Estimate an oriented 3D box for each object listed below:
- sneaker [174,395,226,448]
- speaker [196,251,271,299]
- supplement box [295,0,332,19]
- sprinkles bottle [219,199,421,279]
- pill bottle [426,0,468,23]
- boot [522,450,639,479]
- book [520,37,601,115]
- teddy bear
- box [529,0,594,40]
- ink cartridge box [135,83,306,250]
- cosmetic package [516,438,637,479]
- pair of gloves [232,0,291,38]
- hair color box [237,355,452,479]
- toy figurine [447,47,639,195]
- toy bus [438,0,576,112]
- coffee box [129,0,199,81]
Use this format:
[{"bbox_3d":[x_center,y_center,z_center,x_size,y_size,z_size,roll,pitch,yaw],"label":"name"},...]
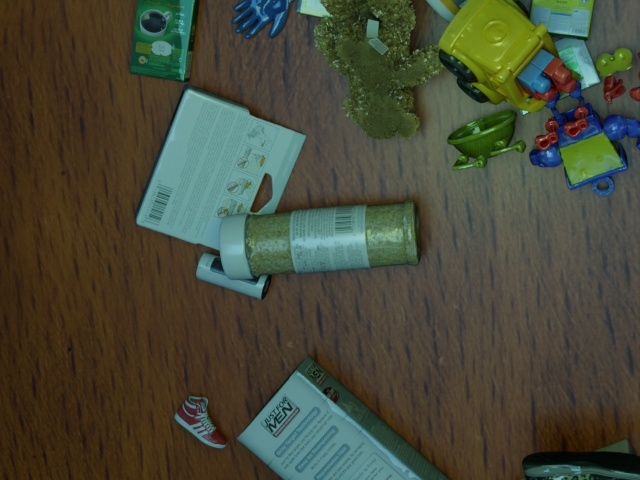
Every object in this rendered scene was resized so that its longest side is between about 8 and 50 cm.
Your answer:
[{"bbox_3d":[-0.224,0.352,2.141,0.118,0.042,0.067,33,108,8],"label":"sneaker"},{"bbox_3d":[-0.165,0.067,2.074,0.136,0.055,0.055,18,103,10],"label":"speaker"},{"bbox_3d":[0.005,-0.438,1.942,0.083,0.056,0.083,11,102,-3],"label":"supplement box"},{"bbox_3d":[0.000,0.000,1.979,0.355,0.121,0.121,-4,98,9],"label":"sprinkles bottle"},{"bbox_3d":[0.292,-0.493,1.801,0.278,0.162,0.162,-36,90,26],"label":"pill bottle"},{"bbox_3d":[0.465,0.455,1.862,0.236,0.085,0.179,-1,100,20],"label":"boot"},{"bbox_3d":[0.400,-0.290,1.901,0.144,0.035,0.096,-23,90,17],"label":"book"},{"bbox_3d":[0.100,-0.339,1.872,0.245,0.113,0.338,-13,122,31],"label":"teddy bear"},{"bbox_3d":[0.416,-0.436,1.855,0.105,0.043,0.179,10,94,12],"label":"box"},{"bbox_3d":[-0.188,-0.123,2.048,0.239,0.060,0.275,19,104,-17],"label":"ink cartridge box"},{"bbox_3d":[0.463,0.447,1.963,0.231,0.117,0.085,-26,91,17],"label":"cosmetic package"},{"bbox_3d":[-0.119,-0.468,1.991,0.159,0.023,0.198,-33,95,14],"label":"pair of gloves"},{"bbox_3d":[0.051,0.415,2.053,0.374,0.113,0.185,41,105,3],"label":"hair color box"},{"bbox_3d":[0.420,-0.141,1.844,0.362,0.191,0.217,-22,120,20],"label":"toy figurine"},{"bbox_3d":[0.324,-0.281,1.769,0.211,0.220,0.149,39,90,30],"label":"toy bus"},{"bbox_3d":[-0.288,-0.393,2.033,0.113,0.040,0.184,10,102,11],"label":"coffee box"}]
